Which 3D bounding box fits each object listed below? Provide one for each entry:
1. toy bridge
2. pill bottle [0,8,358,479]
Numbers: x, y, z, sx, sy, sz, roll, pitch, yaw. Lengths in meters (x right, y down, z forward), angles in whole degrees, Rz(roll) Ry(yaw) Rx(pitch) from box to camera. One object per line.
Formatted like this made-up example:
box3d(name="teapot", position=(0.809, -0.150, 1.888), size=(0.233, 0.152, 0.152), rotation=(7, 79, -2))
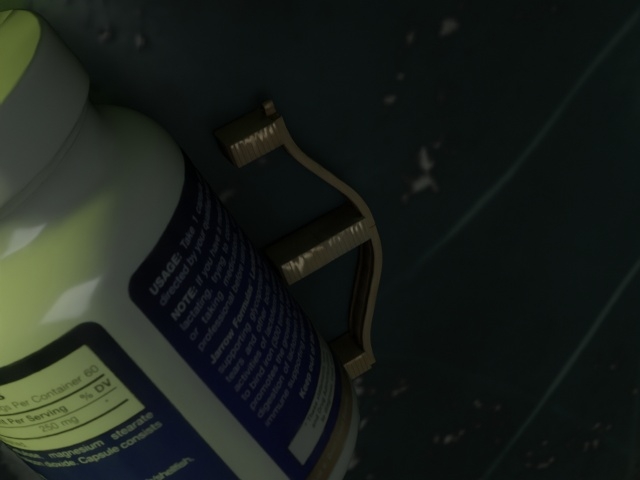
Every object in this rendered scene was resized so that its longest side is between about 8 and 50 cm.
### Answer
box3d(name="toy bridge", position=(0.000, 0.000, 0.654), size=(0.063, 0.026, 0.188), rotation=(-29, 124, -12))
box3d(name="pill bottle", position=(-0.103, 0.032, 0.544), size=(0.153, 0.153, 0.265), rotation=(-37, 126, -4))
